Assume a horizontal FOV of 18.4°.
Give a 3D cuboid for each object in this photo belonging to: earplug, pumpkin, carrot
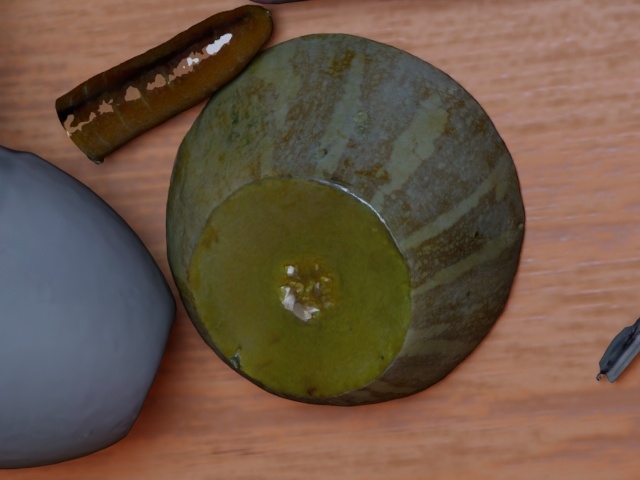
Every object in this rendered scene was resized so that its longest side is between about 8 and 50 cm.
[{"bbox_3d":[-0.205,-0.023,1.121,0.175,0.214,0.325,-25,91,-11],"label":"earplug"},{"bbox_3d":[0.001,-0.003,1.109,0.217,0.110,0.217,2,99,13],"label":"pumpkin"},{"bbox_3d":[-0.086,-0.094,1.149,0.139,0.048,0.048,-27,87,16],"label":"carrot"}]

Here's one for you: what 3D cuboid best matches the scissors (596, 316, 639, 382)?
[{"bbox_3d":[0.243,-0.054,1.030,0.029,0.191,0.360,31,119,-8],"label":"scissors"}]

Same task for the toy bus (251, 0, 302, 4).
[{"bbox_3d":[0.042,-0.180,1.101,0.203,0.063,0.090,-1,95,14],"label":"toy bus"}]
